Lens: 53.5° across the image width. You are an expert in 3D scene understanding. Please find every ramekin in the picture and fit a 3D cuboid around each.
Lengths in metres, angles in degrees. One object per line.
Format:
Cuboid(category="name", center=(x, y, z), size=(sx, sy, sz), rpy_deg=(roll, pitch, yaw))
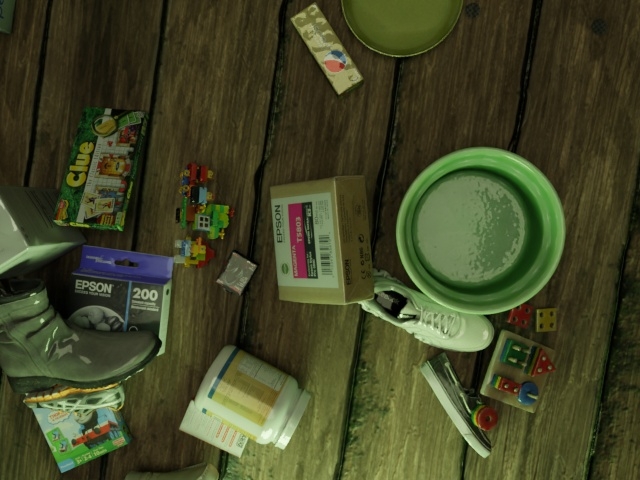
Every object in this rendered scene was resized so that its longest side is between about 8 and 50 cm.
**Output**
Cuboid(category="ramekin", center=(0.294, -0.020, 1.216), size=(0.303, 0.148, 0.304), rpy_deg=(0, 92, 4))

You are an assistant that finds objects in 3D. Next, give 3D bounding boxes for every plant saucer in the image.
Cuboid(category="plant saucer", center=(0.161, -0.483, 1.264), size=(0.240, 0.037, 0.241), rpy_deg=(0, 92, 4))

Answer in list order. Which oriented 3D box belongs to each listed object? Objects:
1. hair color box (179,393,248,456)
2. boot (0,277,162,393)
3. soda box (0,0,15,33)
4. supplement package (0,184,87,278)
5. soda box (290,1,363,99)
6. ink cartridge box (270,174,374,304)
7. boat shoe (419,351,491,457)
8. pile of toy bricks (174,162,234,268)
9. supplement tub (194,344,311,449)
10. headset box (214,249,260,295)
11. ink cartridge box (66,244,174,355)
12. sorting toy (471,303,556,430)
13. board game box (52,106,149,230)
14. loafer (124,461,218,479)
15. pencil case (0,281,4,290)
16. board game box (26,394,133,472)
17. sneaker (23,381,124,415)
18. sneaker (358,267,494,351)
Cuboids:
Cuboid(category="hair color box", center=(-0.214, 0.385, 1.321), size=(0.141, 0.043, 0.072), rpy_deg=(24, 94, 4))
Cuboid(category="boot", center=(-0.496, 0.172, 1.216), size=(0.337, 0.118, 0.223), rpy_deg=(-12, 117, 5))
Cuboid(category="soda box", center=(-0.677, -0.579, 1.290), size=(0.091, 0.098, 0.287), rpy_deg=(9, 92, 5))
Cuboid(category="supplement package", center=(-0.590, -0.015, 1.232), size=(0.139, 0.244, 0.134), rpy_deg=(-31, 91, 4))
Cuboid(category="soda box", center=(0.014, -0.377, 1.268), size=(0.061, 0.058, 0.181), rpy_deg=(-32, 90, 5))
Cuboid(category="ink cartridge box", center=(0.000, 0.000, 1.217), size=(0.193, 0.088, 0.235), rpy_deg=(-4, 93, 46))
Cuboid(category="boat shoe", center=(0.286, 0.327, 1.265), size=(0.070, 0.078, 0.219), rpy_deg=(-34, 88, 6))
Cuboid(category="pile of toy bricks", center=(-0.228, -0.052, 1.285), size=(0.105, 0.118, 0.213), rpy_deg=(5, 83, -28))
Cuboid(category="supplement tub", center=(-0.133, 0.312, 1.261), size=(0.199, 0.144, 0.144), rpy_deg=(28, 94, 2))
Cuboid(category="headset box", center=(-0.174, 0.071, 1.311), size=(0.062, 0.032, 0.083), rpy_deg=(31, 93, 2))
Cuboid(category="ink cartridge box", center=(-0.420, 0.124, 1.326), size=(0.206, 0.045, 0.209), rpy_deg=(7, 91, 4))
Cuboid(category="sorting toy", center=(0.400, 0.251, 1.239), size=(0.132, 0.046, 0.275), rpy_deg=(23, 84, -19))
Cuboid(category="board game box", center=(-0.438, -0.148, 1.276), size=(0.136, 0.030, 0.260), rpy_deg=(3, 69, 5))
Cuboid(category="loafer", center=(-0.363, 0.526, 1.303), size=(0.319, 0.112, 0.112), rpy_deg=(-26, 99, 5))
Cuboid(category="pencil case", center=(-0.856, 0.026, 1.294), size=(0.410, 0.160, 0.184), rpy_deg=(41, 113, 2))
Cuboid(category="board game box", center=(-0.516, 0.361, 1.344), size=(0.160, 0.039, 0.212), rpy_deg=(-25, 89, 5))
Cuboid(category="sneaker", center=(-0.498, 0.318, 1.284), size=(0.214, 0.084, 0.083), rpy_deg=(-9, 112, 10))
Cuboid(category="sneaker", center=(0.203, 0.148, 1.246), size=(0.291, 0.118, 0.110), rpy_deg=(21, 92, 2))
